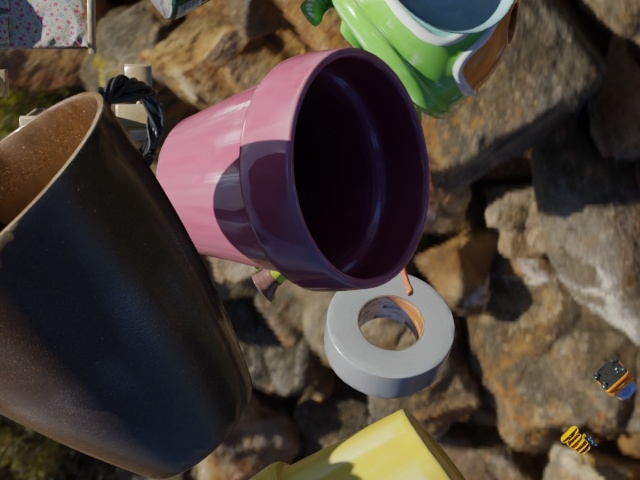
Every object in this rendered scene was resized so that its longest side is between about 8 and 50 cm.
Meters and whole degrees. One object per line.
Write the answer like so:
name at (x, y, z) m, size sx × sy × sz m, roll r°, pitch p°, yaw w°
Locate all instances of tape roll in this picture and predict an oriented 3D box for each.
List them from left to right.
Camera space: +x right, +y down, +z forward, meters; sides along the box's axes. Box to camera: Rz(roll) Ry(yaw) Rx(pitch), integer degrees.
tape roll at (0.117, 0.160, 1.973) m, size 0.219 × 0.219 × 0.072 m, roll 15°, pitch 143°, yaw 5°

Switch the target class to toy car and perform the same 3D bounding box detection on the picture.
toy car at (0.308, 0.186, 1.276) m, size 0.040 × 0.060 × 0.122 m, roll 44°, pitch 79°, yaw -10°

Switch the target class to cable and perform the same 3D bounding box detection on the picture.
cable at (-0.295, -0.174, 1.732) m, size 0.047 × 0.184 × 0.150 m, roll -7°, pitch 129°, yaw 31°

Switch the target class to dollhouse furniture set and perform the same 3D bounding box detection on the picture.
dollhouse furniture set at (-0.416, -0.344, 1.889) m, size 0.303 × 0.174 × 0.355 m, roll -2°, pitch 102°, yaw -8°

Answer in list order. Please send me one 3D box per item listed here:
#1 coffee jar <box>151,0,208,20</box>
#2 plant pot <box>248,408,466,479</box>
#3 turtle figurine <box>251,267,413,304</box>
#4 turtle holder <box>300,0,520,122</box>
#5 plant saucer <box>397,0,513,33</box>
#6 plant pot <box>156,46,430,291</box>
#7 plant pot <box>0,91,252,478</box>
coffee jar at (-0.125, -0.343, 1.383) m, size 0.096 × 0.184 × 0.079 m, roll 55°, pitch 157°, yaw 12°
plant pot at (0.053, 0.329, 1.326) m, size 0.239 × 0.254 × 0.254 m, roll -39°, pitch 104°, yaw 2°
turtle figurine at (0.000, 0.000, 1.638) m, size 0.217 × 0.087 × 0.269 m, roll -31°, pitch 70°, yaw 8°
turtle holder at (0.118, -0.321, 1.490) m, size 0.227 × 0.320 × 0.243 m, roll -39°, pitch 144°, yaw 15°
plant saucer at (0.138, -0.323, 1.323) m, size 0.195 × 0.195 × 0.037 m, roll 43°, pitch 154°, yaw -10°
plant pot at (-0.033, -0.055, 0.986) m, size 0.180 × 0.201 × 0.201 m, roll -3°, pitch 117°, yaw 38°
plant pot at (-0.158, 0.054, 0.799) m, size 0.215 × 0.215 × 0.230 m, roll -29°, pitch 116°, yaw 23°
